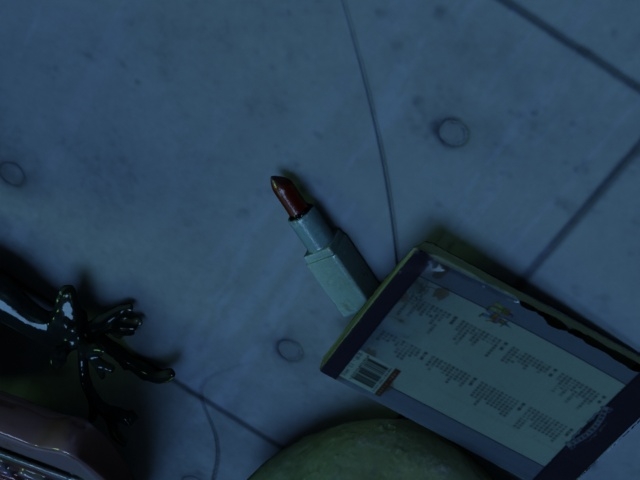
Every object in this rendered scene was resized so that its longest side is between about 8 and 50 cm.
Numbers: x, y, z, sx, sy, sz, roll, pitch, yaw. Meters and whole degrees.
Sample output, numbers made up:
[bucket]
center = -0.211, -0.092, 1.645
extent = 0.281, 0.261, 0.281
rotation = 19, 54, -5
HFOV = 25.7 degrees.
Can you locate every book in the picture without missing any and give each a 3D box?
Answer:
[book]
center = 0.135, 0.102, 1.100
extent = 0.231, 0.026, 0.157
rotation = 28, 129, -10

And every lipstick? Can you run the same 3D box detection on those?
[lipstick]
center = -0.001, 0.000, 1.091
extent = 0.030, 0.030, 0.129
rotation = -20, 116, 34

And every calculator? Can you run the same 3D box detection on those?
[calculator]
center = -0.267, 0.196, 1.278
extent = 0.220, 0.048, 0.330
rotation = 18, 156, 7

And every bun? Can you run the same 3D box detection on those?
[bun]
center = 0.049, 0.283, 1.200
extent = 0.272, 0.168, 0.273
rotation = 11, 121, 18

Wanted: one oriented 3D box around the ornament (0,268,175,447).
[ornament]
center = -0.251, 0.107, 1.246
extent = 0.236, 0.080, 0.202
rotation = 26, 131, 2
